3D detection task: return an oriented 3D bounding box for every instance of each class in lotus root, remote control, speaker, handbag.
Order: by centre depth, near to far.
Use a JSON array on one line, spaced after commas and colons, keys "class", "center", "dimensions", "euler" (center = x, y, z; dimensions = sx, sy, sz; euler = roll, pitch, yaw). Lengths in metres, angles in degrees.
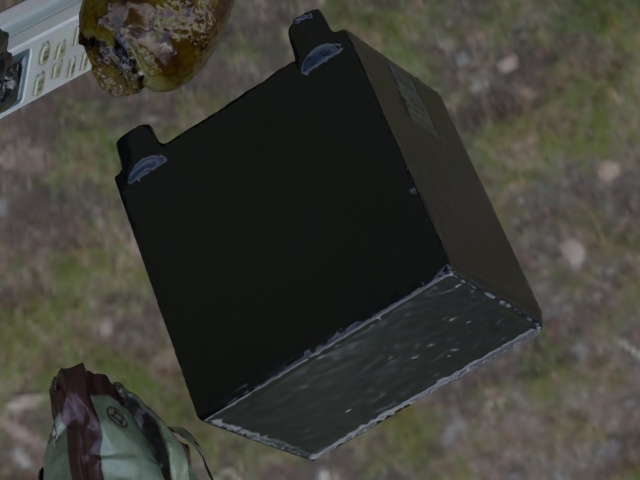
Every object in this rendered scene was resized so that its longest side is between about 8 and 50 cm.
[{"class": "handbag", "center": [-0.120, 0.221, 1.290], "dimensions": [0.127, 0.235, 0.213], "euler": [-13, 152, 9]}, {"class": "speaker", "center": [0.000, 0.000, 1.444], "dimensions": [0.232, 0.254, 0.184], "euler": [-32, 151, 17]}, {"class": "lotus root", "center": [-0.115, -0.201, 1.482], "dimensions": [0.108, 0.190, 0.094], "euler": [40, 153, -18]}, {"class": "remote control", "center": [-0.288, -0.190, 1.891], "dimensions": [0.277, 0.055, 0.103], "euler": [-35, 158, -37]}]

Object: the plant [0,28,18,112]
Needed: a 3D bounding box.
[{"class": "plant", "center": [-0.340, -0.135, 1.497], "dimensions": [0.204, 0.234, 0.178], "euler": [17, 158, -14]}]
